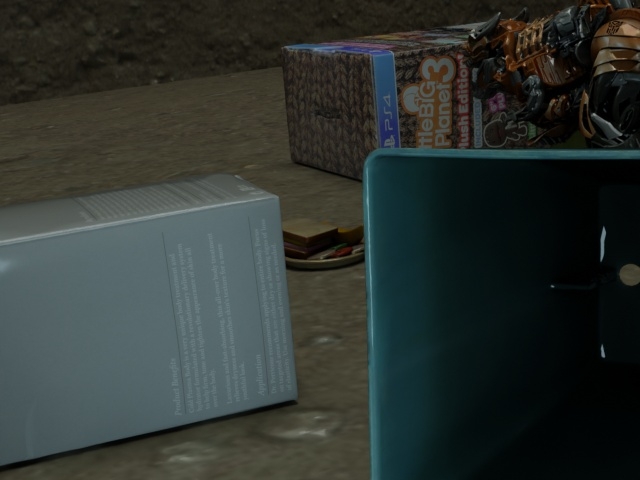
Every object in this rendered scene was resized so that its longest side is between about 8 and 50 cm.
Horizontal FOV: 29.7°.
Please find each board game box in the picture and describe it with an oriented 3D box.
[{"bbox_3d":[0.136,-0.169,1.406,0.291,0.141,0.232,-11,15,-23],"label":"board game box"}]

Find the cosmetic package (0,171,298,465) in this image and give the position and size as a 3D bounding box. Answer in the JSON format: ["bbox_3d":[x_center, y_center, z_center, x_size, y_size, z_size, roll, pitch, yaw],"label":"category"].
[{"bbox_3d":[-0.140,0.043,0.672,0.238,0.127,0.107,-8,14,-18],"label":"cosmetic package"}]

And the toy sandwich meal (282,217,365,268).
[{"bbox_3d":[0.000,0.000,0.996,0.086,0.029,0.085,-5,14,1],"label":"toy sandwich meal"}]

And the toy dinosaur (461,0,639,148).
[{"bbox_3d":[0.244,-0.113,0.972,0.164,0.218,0.322,-10,14,-21],"label":"toy dinosaur"}]

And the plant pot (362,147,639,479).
[{"bbox_3d":[0.146,0.036,0.545,0.165,0.165,0.234,2,7,28],"label":"plant pot"}]

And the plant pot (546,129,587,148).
[{"bbox_3d":[0.261,-0.102,1.214,0.083,0.079,0.083,-5,13,1],"label":"plant pot"}]
